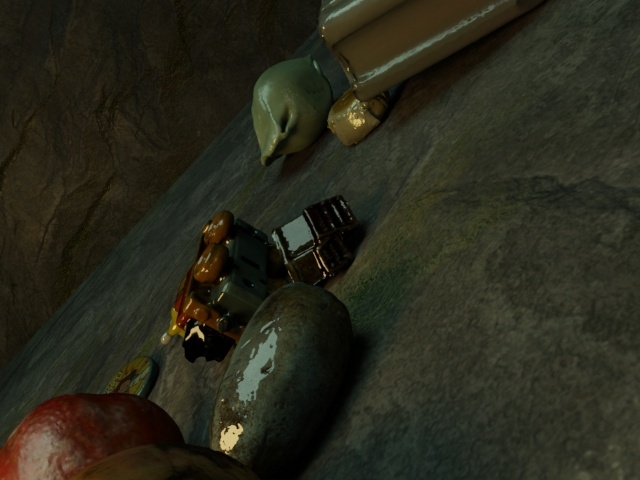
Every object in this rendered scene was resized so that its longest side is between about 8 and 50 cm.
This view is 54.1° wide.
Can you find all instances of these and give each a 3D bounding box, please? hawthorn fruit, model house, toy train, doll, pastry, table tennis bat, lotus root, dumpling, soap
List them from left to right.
[{"bbox_3d":[-0.313,0.341,0.850,0.284,0.284,0.284,-39,22,20],"label":"hawthorn fruit"},{"bbox_3d":[-0.481,0.370,1.426,0.329,0.044,0.215,-28,29,36],"label":"table tennis bat"},{"bbox_3d":[-0.317,0.180,1.418,0.135,0.071,0.113,-50,13,6],"label":"doll"},{"bbox_3d":[-0.182,0.088,1.196,0.231,0.163,0.369,-54,18,19],"label":"toy train"},{"bbox_3d":[-0.068,0.197,0.805,0.158,0.140,0.322,-18,38,51],"label":"lotus root"},{"bbox_3d":[-0.072,-0.347,1.730,0.321,0.269,0.212,-32,35,-31],"label":"dumpling"},{"bbox_3d":[0.003,0.006,1.095,0.152,0.106,0.165,-32,59,8],"label":"model house"},{"bbox_3d":[0.089,-0.304,1.470,0.166,0.088,0.165,-41,22,21],"label":"pastry"},{"bbox_3d":[0.219,-0.520,1.323,0.435,0.212,0.350,-27,30,15],"label":"soap"}]

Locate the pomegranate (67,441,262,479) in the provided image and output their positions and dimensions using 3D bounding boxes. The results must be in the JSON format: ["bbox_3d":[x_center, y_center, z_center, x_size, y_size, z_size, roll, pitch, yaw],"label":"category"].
[{"bbox_3d":[-0.157,0.338,0.543,0.322,0.322,0.322,-39,22,20],"label":"pomegranate"}]
